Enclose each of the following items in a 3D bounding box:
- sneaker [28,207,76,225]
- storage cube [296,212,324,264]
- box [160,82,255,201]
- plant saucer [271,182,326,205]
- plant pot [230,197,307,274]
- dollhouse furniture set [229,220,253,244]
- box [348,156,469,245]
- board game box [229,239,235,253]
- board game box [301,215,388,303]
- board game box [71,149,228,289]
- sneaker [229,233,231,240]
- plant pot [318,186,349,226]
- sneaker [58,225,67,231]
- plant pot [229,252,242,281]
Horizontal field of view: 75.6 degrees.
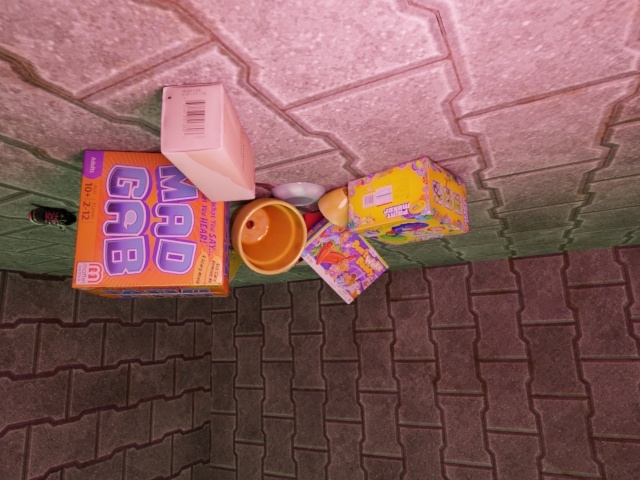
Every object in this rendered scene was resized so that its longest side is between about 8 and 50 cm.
[{"bbox_3d":[-0.974,-0.087,1.514,0.074,0.063,0.170,-6,172,18],"label":"sneaker"},{"bbox_3d":[0.000,0.000,1.797,0.214,0.194,0.183,3,167,-20],"label":"storage cube"},{"bbox_3d":[-0.238,-0.202,0.932,0.121,0.148,0.311,-3,169,2],"label":"box"},{"bbox_3d":[-0.076,-0.153,1.442,0.194,0.038,0.195,-3,168,-1],"label":"plant saucer"},{"bbox_3d":[-0.212,-0.034,1.463,0.253,0.254,0.239,6,-169,-33],"label":"plant pot"},{"bbox_3d":[-0.424,-0.056,1.663,0.373,0.152,0.201,-18,171,-14],"label":"dollhouse furniture set"},{"bbox_3d":[0.288,-0.111,1.348,0.289,0.177,0.279,-13,162,41],"label":"box"},{"bbox_3d":[-0.301,0.007,1.808,0.170,0.141,0.048,10,133,22],"label":"board game box"},{"bbox_3d":[0.086,0.063,1.666,0.347,0.233,0.078,47,-179,-28],"label":"board game box"},{"bbox_3d":[-0.454,-0.022,1.211,0.355,0.357,0.356,0,167,-10],"label":"board game box"},{"bbox_3d":[-0.404,0.002,1.983,0.237,0.086,0.085,11,163,-44],"label":"sneaker"},{"bbox_3d":[0.073,-0.129,1.419,0.134,0.134,0.095,9,136,-42],"label":"plant pot"},{"bbox_3d":[-1.054,-0.059,1.680,0.031,0.037,0.083,2,166,-10],"label":"sneaker"},{"bbox_3d":[-0.516,0.083,1.861,0.228,0.227,0.207,5,144,35],"label":"plant pot"}]
